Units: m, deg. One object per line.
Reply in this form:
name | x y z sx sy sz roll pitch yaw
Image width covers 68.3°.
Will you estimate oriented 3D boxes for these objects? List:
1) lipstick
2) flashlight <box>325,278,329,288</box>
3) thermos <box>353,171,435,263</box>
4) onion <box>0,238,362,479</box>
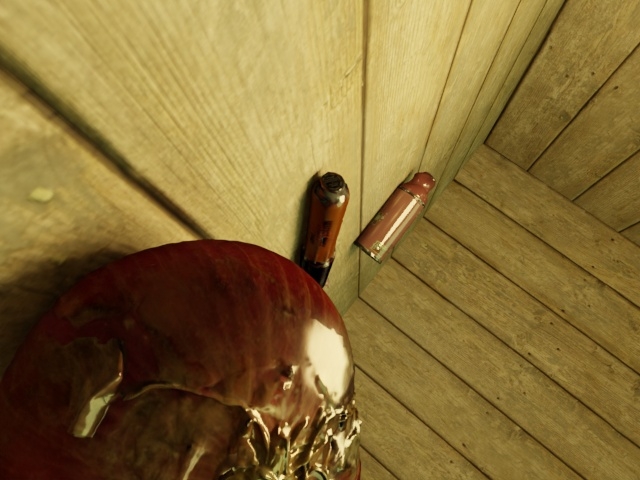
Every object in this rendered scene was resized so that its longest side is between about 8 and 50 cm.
lipstick | 0.000 0.000 0.969 0.077 0.077 0.418 -46 165 -25
flashlight | 0.000 0.118 1.399 0.031 0.052 0.110 -18 167 14
thermos | 0.254 -0.085 1.546 0.330 0.109 0.136 -52 167 0
onion | -0.118 0.176 0.456 0.353 0.353 0.353 -48 167 -15
